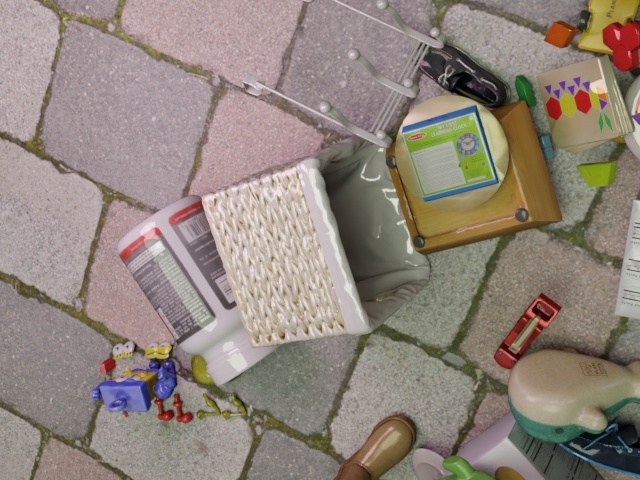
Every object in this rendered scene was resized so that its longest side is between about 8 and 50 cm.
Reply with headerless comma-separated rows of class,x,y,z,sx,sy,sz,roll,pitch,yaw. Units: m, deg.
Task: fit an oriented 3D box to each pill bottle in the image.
pill bottle,-0.243,0.106,2.051,0.210,0.210,0.363,-33,89,26

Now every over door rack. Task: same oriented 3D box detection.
over door rack,0.033,-0.334,1.806,0.324,0.108,0.240,25,80,21

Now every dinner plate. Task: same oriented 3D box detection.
dinner plate,0.236,0.487,2.019,0.141,0.017,0.141,31,139,31

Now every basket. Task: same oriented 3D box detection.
basket,0.000,0.000,1.863,0.266,0.328,0.332,-16,98,30

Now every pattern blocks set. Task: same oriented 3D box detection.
pattern blocks set,0.445,-0.230,1.669,0.324,0.026,0.286,14,119,62

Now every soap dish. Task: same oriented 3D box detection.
soap dish,0.268,-0.105,1.814,0.290,0.118,0.229,-15,95,33

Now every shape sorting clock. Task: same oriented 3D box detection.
shape sorting clock,0.229,-0.152,1.729,0.206,0.040,0.206,9,112,22

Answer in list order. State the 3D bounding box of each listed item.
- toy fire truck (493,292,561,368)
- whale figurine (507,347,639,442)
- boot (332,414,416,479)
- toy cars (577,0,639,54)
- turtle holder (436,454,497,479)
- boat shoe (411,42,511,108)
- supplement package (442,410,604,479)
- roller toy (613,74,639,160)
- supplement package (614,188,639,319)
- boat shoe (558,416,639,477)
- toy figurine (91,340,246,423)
toy fire truck,0.383,0.172,1.846,0.047,0.135,0.192,36,114,10
whale figurine,0.480,0.289,1.813,0.271,0.216,0.141,-6,122,-2
boot,0.077,0.489,1.983,0.089,0.269,0.236,40,116,6
toy cars,0.451,-0.499,1.673,0.176,0.087,0.394,-27,88,16
turtle holder,0.266,0.525,1.739,0.320,0.243,0.227,-37,106,-8
boat shoe,0.252,-0.305,1.815,0.206,0.065,0.075,32,116,14
supplement package,0.396,0.486,1.887,0.263,0.198,0.199,48,117,5
roller toy,0.602,-0.202,1.649,0.209,0.146,0.191,-44,77,18
supplement package,0.600,0.019,1.681,0.149,0.194,0.203,11,108,21
boat shoe,0.573,0.381,1.855,0.258,0.109,0.089,15,103,1
toy figurine,-0.367,0.346,2.164,0.362,0.217,0.191,-2,103,24
